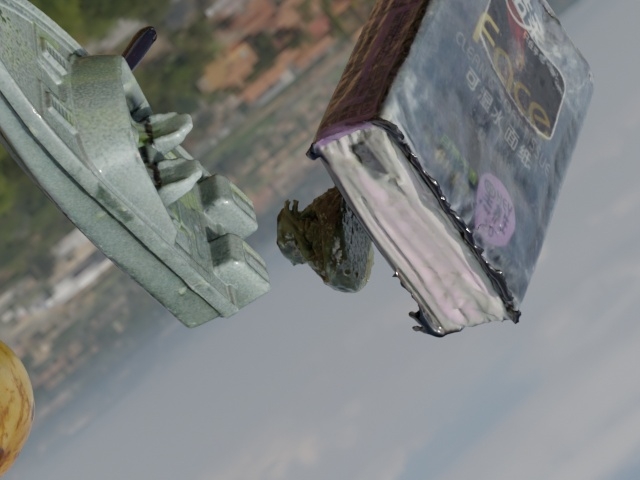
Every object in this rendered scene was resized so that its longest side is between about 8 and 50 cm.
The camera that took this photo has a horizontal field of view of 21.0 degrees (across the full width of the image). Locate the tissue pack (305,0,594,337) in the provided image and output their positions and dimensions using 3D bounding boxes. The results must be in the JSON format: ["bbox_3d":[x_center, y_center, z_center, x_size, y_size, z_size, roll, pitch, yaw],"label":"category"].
[{"bbox_3d":[0.131,-0.123,1.626,0.122,0.259,0.361,-14,-145,35],"label":"tissue pack"}]

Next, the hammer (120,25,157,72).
[{"bbox_3d":[-0.168,-0.120,1.385,0.065,0.021,0.178,-19,159,-42],"label":"hammer"}]

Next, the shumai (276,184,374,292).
[{"bbox_3d":[0.000,-0.001,1.715,0.087,0.099,0.124,-8,-151,16],"label":"shumai"}]

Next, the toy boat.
[{"bbox_3d":[-0.145,-0.067,1.145,0.092,0.319,0.141,-29,-136,16],"label":"toy boat"}]

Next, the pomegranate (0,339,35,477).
[{"bbox_3d":[-0.416,0.178,1.804,0.215,0.215,0.215,-40,180,0],"label":"pomegranate"}]
